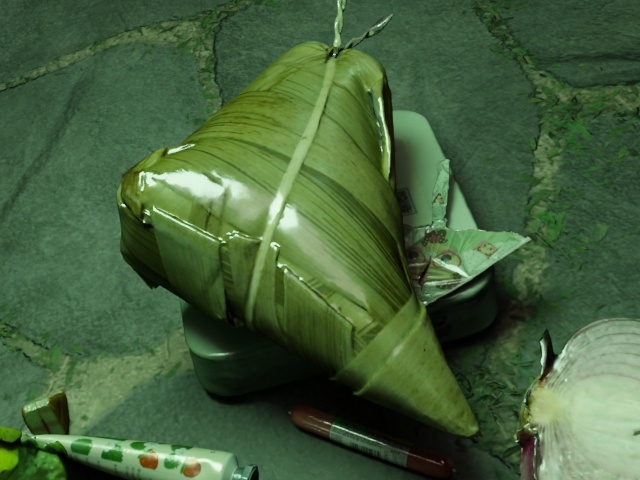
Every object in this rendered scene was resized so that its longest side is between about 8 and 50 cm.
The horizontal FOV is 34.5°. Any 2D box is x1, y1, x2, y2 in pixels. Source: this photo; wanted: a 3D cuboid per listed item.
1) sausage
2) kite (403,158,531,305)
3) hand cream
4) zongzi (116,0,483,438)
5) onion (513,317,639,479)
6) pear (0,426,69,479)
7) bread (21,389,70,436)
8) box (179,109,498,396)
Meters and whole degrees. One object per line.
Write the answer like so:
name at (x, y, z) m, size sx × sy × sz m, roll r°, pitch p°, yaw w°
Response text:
sausage at (0.057, 0.232, 1.191) m, size 0.223 × 0.029 × 0.029 m, roll 15°, pitch 51°, yaw 26°
kite at (0.145, -0.013, 1.272) m, size 0.229 × 0.012 × 0.250 m, roll 3°, pitch 51°, yaw 15°
hand cream at (-0.207, 0.256, 1.196) m, size 0.276 × 0.095 × 0.059 m, roll 8°, pitch 74°, yaw 15°
zongzi at (0.074, -0.036, 1.235) m, size 0.467 × 0.218 × 0.500 m, roll 33°, pitch 50°, yaw 10°
onion at (0.368, 0.237, 1.031) m, size 0.349 × 0.159 × 0.267 m, roll 15°, pitch 62°, yaw 16°
pear at (-0.386, 0.316, 1.060) m, size 0.159 × 0.292 × 0.292 m, roll 7°, pitch 48°, yaw 21°
bread at (-0.337, 0.221, 1.280) m, size 0.043 × 0.062 × 0.109 m, roll -14°, pitch 2°, yaw -4°
box at (0.001, 0.001, 1.381) m, size 0.396 × 0.111 × 0.396 m, roll -13°, pitch 44°, yaw -1°
